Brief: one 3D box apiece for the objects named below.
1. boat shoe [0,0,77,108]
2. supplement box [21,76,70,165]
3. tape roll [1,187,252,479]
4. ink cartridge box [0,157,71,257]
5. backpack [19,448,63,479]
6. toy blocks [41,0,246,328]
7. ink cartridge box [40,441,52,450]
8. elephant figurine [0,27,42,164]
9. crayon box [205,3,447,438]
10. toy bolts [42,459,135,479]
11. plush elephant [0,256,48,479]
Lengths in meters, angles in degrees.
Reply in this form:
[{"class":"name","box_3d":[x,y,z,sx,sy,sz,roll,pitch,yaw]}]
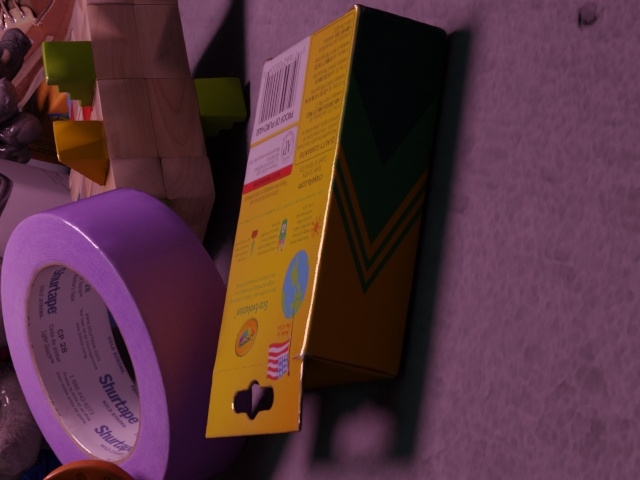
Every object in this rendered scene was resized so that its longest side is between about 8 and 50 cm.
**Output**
[{"class":"boat shoe","box_3d":[-0.427,-0.316,2.509,0.324,0.116,0.123,123,151,-41]},{"class":"supplement box","box_3d":[-0.333,-0.176,2.251,0.233,0.078,0.080,141,137,-58]},{"class":"tape roll","box_3d":[-0.177,0.096,1.511,0.275,0.090,0.275,29,129,43]},{"class":"ink cartridge box","box_3d":[-0.464,0.036,2.023,0.166,0.395,0.285,33,109,64]},{"class":"backpack","box_3d":[-0.334,0.284,1.925,0.098,0.120,0.101,-122,49,-62]},{"class":"toy blocks","box_3d":[-0.198,-0.088,1.769,0.261,0.191,0.381,111,152,-54]},{"class":"ink cartridge box","box_3d":[-0.417,0.247,2.080,0.237,0.172,0.100,-154,77,-68]},{"class":"elephant figurine","box_3d":[-0.472,-0.197,2.244,0.169,0.186,0.239,-35,52,11]},{"class":"crayon box","box_3d":[0.000,0.000,1.314,0.202,0.081,0.318,163,118,-66]},{"class":"toy bolts","box_3d":[-0.126,0.286,1.410,0.158,0.218,0.228,-75,-22,-73]},{"class":"plush elephant","box_3d":[-0.385,0.127,1.824,0.272,0.330,0.255,12,113,40]}]
